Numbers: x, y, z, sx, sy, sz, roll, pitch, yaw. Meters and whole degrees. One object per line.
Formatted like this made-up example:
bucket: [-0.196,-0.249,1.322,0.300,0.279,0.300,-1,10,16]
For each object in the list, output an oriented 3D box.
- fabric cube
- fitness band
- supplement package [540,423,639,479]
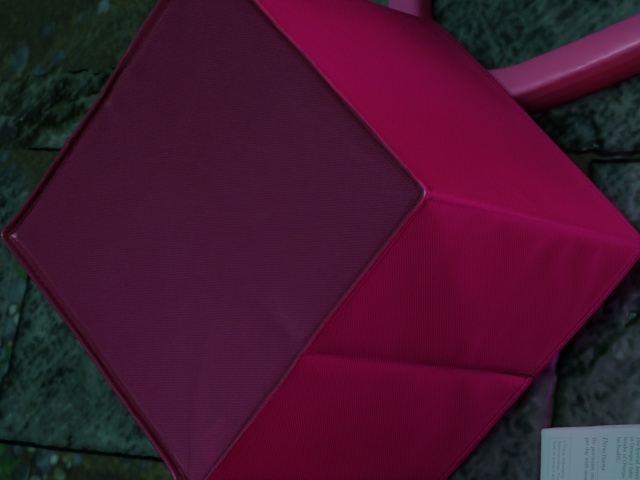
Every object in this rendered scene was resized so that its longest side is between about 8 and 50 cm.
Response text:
fabric cube: [0.000,0.000,1.252,0.259,0.258,0.254,-52,58,21]
fitness band: [0.175,-0.207,1.358,0.291,0.054,0.209,-22,64,27]
supplement package: [0.236,0.170,1.167,0.179,0.105,0.105,-5,74,32]
